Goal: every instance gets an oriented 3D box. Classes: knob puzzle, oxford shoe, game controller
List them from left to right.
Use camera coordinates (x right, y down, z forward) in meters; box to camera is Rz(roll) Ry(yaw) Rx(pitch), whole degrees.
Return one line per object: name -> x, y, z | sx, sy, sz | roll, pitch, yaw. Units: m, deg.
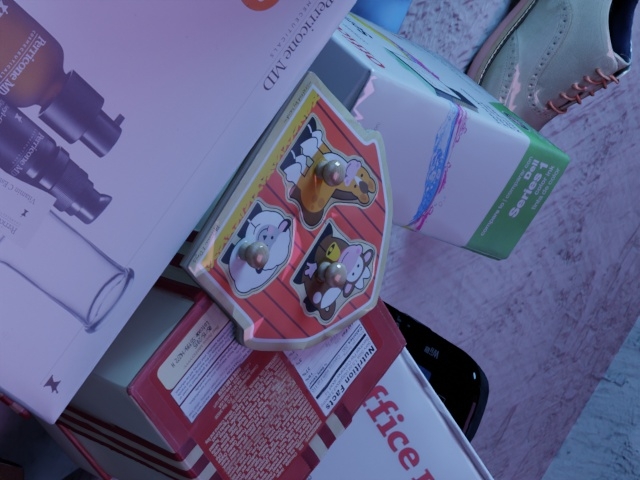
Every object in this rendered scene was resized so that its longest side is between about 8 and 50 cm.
knob puzzle -> 0.000, 0.000, 1.289 | 0.213, 0.030, 0.213 | -19, 117, -43
game controller -> 0.062, 0.155, 1.793 | 0.067, 0.319, 0.166 | 8, 101, -30
oxford shoe -> 0.269, -0.199, 2.023 | 0.140, 0.146, 0.397 | -10, 127, -62

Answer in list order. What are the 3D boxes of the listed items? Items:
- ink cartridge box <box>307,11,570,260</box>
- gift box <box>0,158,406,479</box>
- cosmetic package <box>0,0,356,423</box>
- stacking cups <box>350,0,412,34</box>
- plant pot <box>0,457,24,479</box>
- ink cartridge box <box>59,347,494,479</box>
ink cartridge box -> 0.046, -0.107, 1.493 | 0.278, 0.201, 0.117 | 18, 110, -46
gift box -> -0.123, 0.043, 1.389 | 0.255, 0.258, 0.276 | -48, 133, -25
cosmetic package -> -0.176, -0.108, 1.155 | 0.377, 0.097, 0.284 | -55, 135, -9
stacking cups -> 0.040, -0.219, 1.610 | 0.096, 0.096, 0.316 | -18, 137, -58
plant pot -> -0.317, 0.269, 1.359 | 0.215, 0.215, 0.230 | 38, 68, -67
ink cartridge box -> -0.046, 0.268, 1.566 | 0.395, 0.285, 0.166 | -33, -174, 0
